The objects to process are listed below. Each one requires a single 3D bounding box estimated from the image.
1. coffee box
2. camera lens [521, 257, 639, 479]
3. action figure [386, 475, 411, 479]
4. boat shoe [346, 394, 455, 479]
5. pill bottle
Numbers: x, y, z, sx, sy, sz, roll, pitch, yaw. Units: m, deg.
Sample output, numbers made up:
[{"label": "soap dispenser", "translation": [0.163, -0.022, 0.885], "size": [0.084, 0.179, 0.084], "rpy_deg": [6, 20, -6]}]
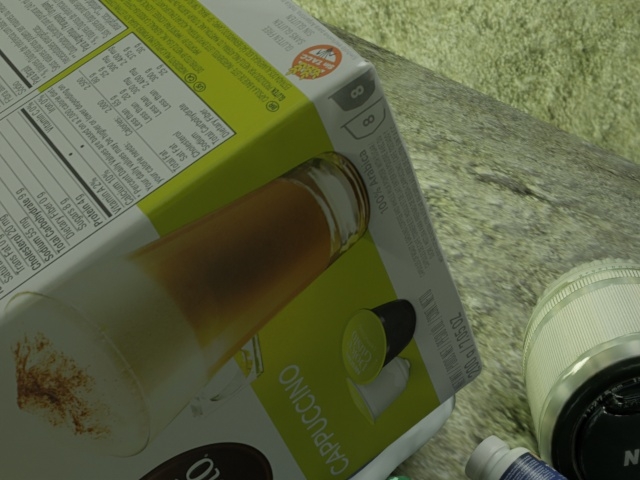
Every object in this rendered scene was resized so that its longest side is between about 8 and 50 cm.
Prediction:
[{"label": "coffee box", "translation": [-0.141, 0.007, 0.987], "size": [0.338, 0.334, 0.338], "rpy_deg": [44, -14, 42]}, {"label": "camera lens", "translation": [0.331, 0.159, 1.471], "size": [0.219, 0.219, 0.274], "rpy_deg": [22, 21, -6]}, {"label": "action figure", "translation": [0.128, 0.292, 1.144], "size": [0.137, 0.063, 0.232], "rpy_deg": [17, 18, -25]}, {"label": "boat shoe", "translation": [0.020, 0.123, 1.270], "size": [0.135, 0.156, 0.367], "rpy_deg": [-7, 11, 27]}, {"label": "pill bottle", "translation": [0.201, 0.244, 1.338], "size": [0.120, 0.067, 0.067], "rpy_deg": [36, 23, 29]}]
